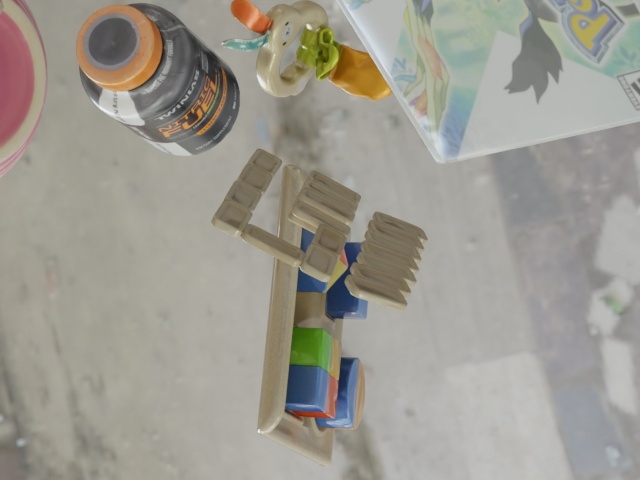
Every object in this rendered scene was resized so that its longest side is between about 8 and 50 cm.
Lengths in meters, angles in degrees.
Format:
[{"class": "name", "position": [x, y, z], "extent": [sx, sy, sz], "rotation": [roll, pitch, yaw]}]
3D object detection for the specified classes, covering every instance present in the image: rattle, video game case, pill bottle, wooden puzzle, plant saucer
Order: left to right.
[{"class": "plant saucer", "position": [-0.491, -0.220, 2.162], "extent": [0.084, 0.332, 0.332], "rotation": [8, 107, 42]}, {"class": "pill bottle", "position": [-0.183, -0.181, 1.771], "extent": [0.245, 0.130, 0.130], "rotation": [34, -146, -72]}, {"class": "rattle", "position": [-0.016, -0.219, 1.929], "extent": [0.130, 0.199, 0.143], "rotation": [-44, 69, 3]}, {"class": "wooden puzzle", "position": [0.004, 0.104, 2.008], "extent": [0.348, 0.080, 0.322], "rotation": [54, -141, -72]}, {"class": "video game case", "position": [0.099, -0.212, 1.117], "extent": [0.300, 0.036, 0.329], "rotation": [-10, 118, 55]}]

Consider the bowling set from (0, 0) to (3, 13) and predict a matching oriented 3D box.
[{"class": "bowling set", "position": [-0.488, -0.295, 1.962], "extent": [0.154, 0.287, 0.200], "rotation": [32, 136, 11]}]

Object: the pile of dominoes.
[{"class": "pile of dominoes", "position": [0.000, 0.000, 1.535], "extent": [0.040, 0.196, 0.251], "rotation": [-61, 2, 21]}]
